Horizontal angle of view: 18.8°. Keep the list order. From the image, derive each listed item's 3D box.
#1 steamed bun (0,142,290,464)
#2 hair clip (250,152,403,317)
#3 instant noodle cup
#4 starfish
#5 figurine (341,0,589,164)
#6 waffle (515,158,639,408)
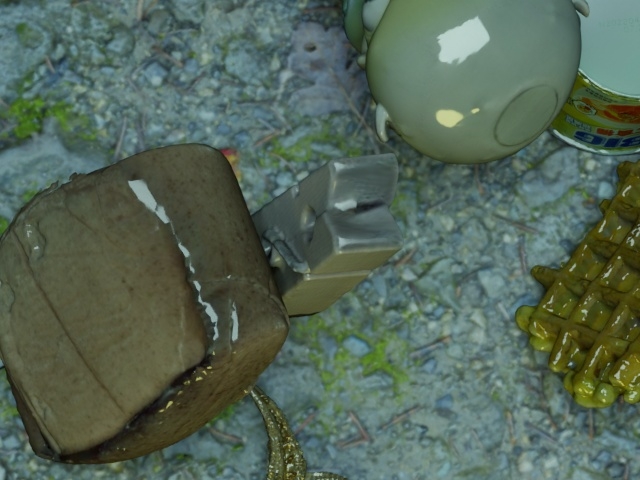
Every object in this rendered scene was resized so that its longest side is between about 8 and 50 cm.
[{"bbox_3d":[-0.155,0.057,1.760,0.199,0.301,0.251,-18,79,-50],"label":"steamed bun"},{"bbox_3d":[-0.004,0.000,1.724,0.085,0.331,0.101,-2,81,-13],"label":"hair clip"},{"bbox_3d":[0.295,-0.196,1.863,0.205,0.153,0.205,1,80,-4],"label":"instant noodle cup"},{"bbox_3d":[-0.030,0.246,1.822,0.213,0.057,0.238,-9,85,-12],"label":"starfish"},{"bbox_3d":[0.081,-0.211,1.827,0.227,0.274,0.394,-30,53,-14],"label":"figurine"},{"bbox_3d":[0.323,0.021,1.802,0.301,0.281,0.058,-38,129,7],"label":"waffle"}]
